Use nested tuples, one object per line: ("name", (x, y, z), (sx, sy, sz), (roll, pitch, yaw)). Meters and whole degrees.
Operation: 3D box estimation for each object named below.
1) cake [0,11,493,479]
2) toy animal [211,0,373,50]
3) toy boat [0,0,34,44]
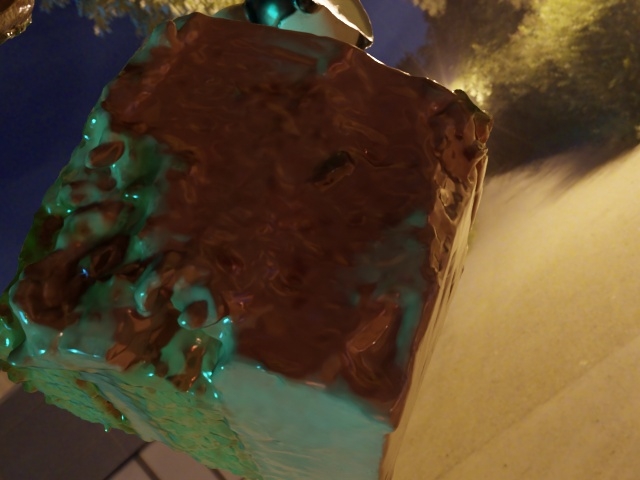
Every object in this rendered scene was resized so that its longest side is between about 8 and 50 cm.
("cake", (-0.047, 0.024, 0.557), (0.293, 0.306, 0.314), (90, -158, -60))
("toy animal", (-0.061, -0.266, 0.942), (0.235, 0.165, 0.187), (-41, -36, 26))
("toy boat", (-0.413, -0.279, 0.828), (0.099, 0.108, 0.293), (-28, 19, 27))
